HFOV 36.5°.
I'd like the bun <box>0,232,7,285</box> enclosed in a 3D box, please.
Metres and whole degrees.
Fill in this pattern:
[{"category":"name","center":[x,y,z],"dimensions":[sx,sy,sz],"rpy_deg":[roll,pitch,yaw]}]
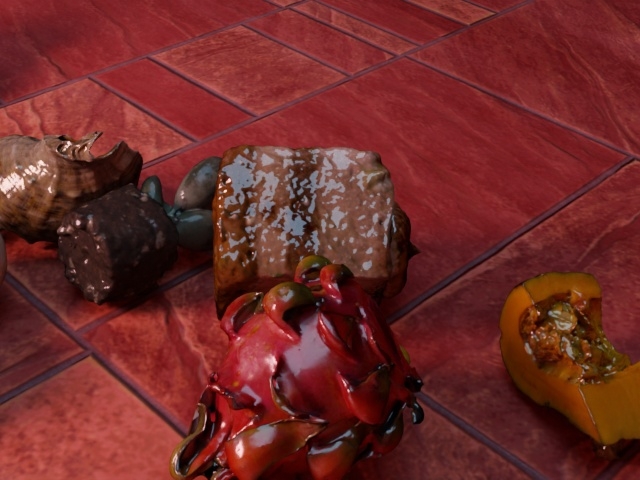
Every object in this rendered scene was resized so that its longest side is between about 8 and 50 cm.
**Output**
[{"category":"bun","center":[-0.500,0.038,1.294],"dimensions":[0.172,0.120,0.173],"rpy_deg":[0,68,1]}]

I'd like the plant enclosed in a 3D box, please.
[{"category":"plant","center":[-0.235,-0.017,1.382],"dimensions":[0.149,0.146,0.274],"rpy_deg":[44,48,18]}]

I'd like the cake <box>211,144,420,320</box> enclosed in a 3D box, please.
[{"category":"cake","center":[0.000,0.000,1.289],"dimensions":[0.292,0.199,0.196],"rpy_deg":[3,64,-7]}]

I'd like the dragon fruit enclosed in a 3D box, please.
[{"category":"dragon fruit","center":[-0.028,0.172,1.058],"dimensions":[0.227,0.243,0.307],"rpy_deg":[43,32,-11]}]

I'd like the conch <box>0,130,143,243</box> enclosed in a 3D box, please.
[{"category":"conch","center":[-0.384,-0.070,1.419],"dimensions":[0.210,0.159,0.291],"rpy_deg":[21,-15,-38]}]

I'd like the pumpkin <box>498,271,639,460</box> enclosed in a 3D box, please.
[{"category":"pumpkin","center":[0.324,0.166,1.202],"dimensions":[0.130,0.126,0.248],"rpy_deg":[-5,55,-25]}]
